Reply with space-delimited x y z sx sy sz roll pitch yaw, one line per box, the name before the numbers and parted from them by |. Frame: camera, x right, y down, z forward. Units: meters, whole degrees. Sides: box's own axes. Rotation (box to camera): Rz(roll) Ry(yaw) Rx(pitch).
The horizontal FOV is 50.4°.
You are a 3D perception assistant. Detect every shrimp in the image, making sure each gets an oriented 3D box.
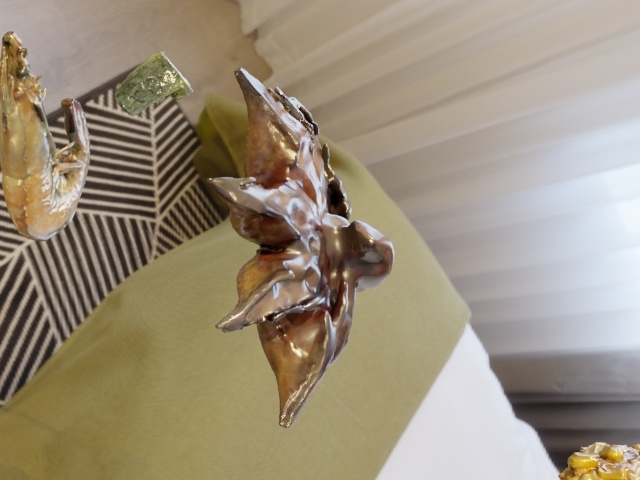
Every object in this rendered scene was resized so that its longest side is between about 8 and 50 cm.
shrimp | -0.301 -0.113 0.741 0.143 0.052 0.251 -65 172 -49

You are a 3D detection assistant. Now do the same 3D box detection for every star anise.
star anise | 0.000 0.000 0.513 0.272 0.103 0.271 -7 90 -76

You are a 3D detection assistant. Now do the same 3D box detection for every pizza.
pizza | 0.232 0.174 0.511 0.131 0.178 0.041 -2 77 -8

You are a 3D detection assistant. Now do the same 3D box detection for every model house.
model house | -0.210 -0.188 0.851 0.083 0.079 0.066 -38 116 0
